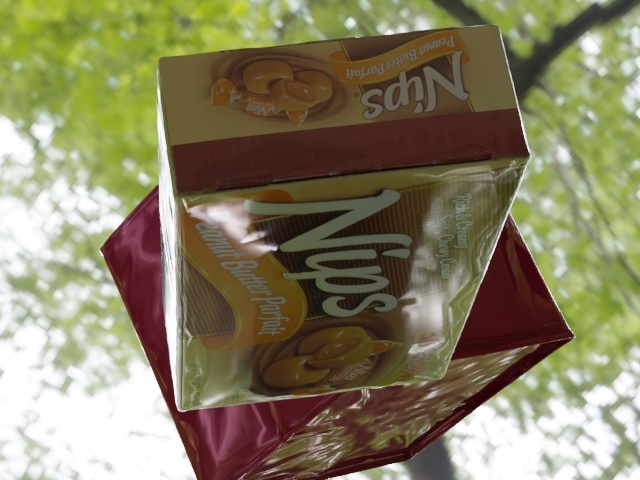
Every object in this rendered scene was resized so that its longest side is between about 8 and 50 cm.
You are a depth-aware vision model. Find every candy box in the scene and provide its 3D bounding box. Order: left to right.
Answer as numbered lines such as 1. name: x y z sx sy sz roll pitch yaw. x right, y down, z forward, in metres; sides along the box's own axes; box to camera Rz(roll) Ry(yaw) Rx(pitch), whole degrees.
1. candy box: 0.000 0.000 0.973 0.183 0.316 0.087 -7 -116 -8

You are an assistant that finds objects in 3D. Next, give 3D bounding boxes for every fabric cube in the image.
1. fabric cube: 0.010 0.044 1.437 0.259 0.254 0.258 -43 -118 41
